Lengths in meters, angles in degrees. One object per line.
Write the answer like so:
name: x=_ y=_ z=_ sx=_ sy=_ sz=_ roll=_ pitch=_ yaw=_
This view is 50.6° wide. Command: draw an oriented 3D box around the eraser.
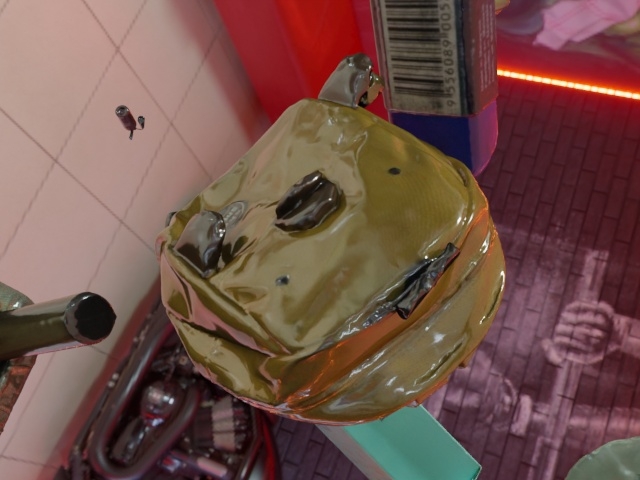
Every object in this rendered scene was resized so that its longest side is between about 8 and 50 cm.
eraser: x=0.161 y=-0.247 z=0.923 sx=0.101 sy=0.155 sz=0.332 roll=-42 pitch=132 yaw=-38

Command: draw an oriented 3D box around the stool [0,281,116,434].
stool: x=-0.415 y=0.135 z=0.666 sx=0.310 sy=0.226 sz=0.311 roll=35 pitch=57 yaw=-37

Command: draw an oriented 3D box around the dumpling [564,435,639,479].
dumpling: x=0.506 y=0.400 z=0.963 sx=0.211 sy=0.270 sz=0.321 roll=6 pitch=102 yaw=-50

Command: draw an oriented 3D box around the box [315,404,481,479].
box: x=0.081 y=0.288 z=1.083 sx=0.118 sy=0.311 sz=0.205 roll=-46 pitch=-176 yaw=-20

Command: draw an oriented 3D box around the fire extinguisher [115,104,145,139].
fire extinguisher: x=-0.332 y=-0.212 z=1.208 sx=0.100 sy=0.046 sz=0.032 roll=106 pitch=-28 yaw=-79

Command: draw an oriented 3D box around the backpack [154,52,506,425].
backpack: x=0.004 y=0.003 z=0.687 sx=0.353 sy=0.378 sz=0.201 roll=-49 pitch=130 yaw=-15

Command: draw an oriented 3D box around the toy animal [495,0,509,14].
toy animal: x=0.313 y=-0.450 z=1.107 sx=0.233 sy=0.121 sz=0.169 roll=-36 pitch=173 yaw=-43
